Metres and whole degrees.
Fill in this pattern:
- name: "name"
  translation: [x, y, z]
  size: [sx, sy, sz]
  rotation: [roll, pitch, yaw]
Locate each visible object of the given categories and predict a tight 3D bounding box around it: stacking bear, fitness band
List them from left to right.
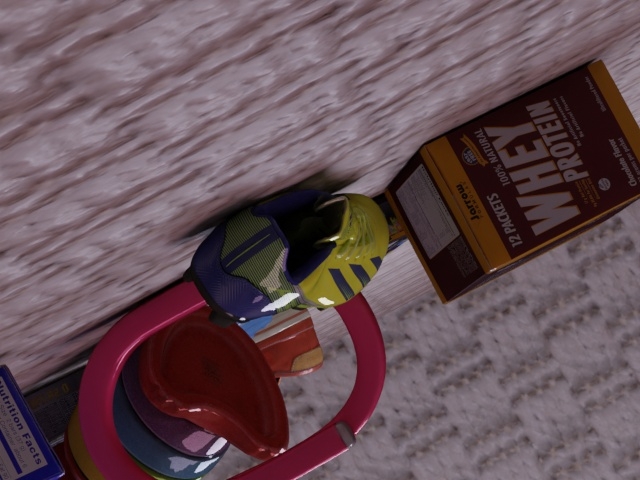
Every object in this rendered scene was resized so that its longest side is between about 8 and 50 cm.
- name: "stacking bear"
  translation: [-0.190, 0.207, 1.928]
  size: [0.289, 0.175, 0.164]
  rotation: [-43, -148, 29]
- name: "fitness band"
  translation: [-0.082, 0.131, 1.731]
  size: [0.291, 0.209, 0.054]
  rotation: [-29, 180, 6]

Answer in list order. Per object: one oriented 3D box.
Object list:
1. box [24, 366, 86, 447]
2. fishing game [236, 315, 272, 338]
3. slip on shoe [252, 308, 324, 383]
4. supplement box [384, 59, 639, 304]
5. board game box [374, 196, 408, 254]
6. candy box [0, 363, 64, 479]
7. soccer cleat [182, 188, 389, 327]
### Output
- name: "box"
  translation: [-0.336, 0.218, 2.067]
  size: [0.231, 0.056, 0.183]
  rotation: [-27, 172, -13]
- name: "fishing game"
  translation: [-0.129, 0.116, 2.225]
  size: [0.264, 0.041, 0.189]
  rotation: [-42, 167, 35]
- name: "slip on shoe"
  translation: [-0.110, 0.188, 2.622]
  size: [0.123, 0.101, 0.331]
  rotation: [-25, 175, -43]
- name: "supplement box"
  translation: [0.188, -0.051, 1.784]
  size: [0.191, 0.129, 0.194]
  rotation: [-26, 174, -13]
- name: "board game box"
  translation: [0.016, 0.011, 1.936]
  size: [0.141, 0.048, 0.170]
  rotation: [-23, 173, -27]
- name: "candy box"
  translation: [-0.415, 0.247, 1.649]
  size: [0.317, 0.122, 0.268]
  rotation: [-23, 171, -31]
- name: "soccer cleat"
  translation: [0.000, 0.001, 1.580]
  size: [0.121, 0.093, 0.289]
  rotation: [-39, 170, 28]
